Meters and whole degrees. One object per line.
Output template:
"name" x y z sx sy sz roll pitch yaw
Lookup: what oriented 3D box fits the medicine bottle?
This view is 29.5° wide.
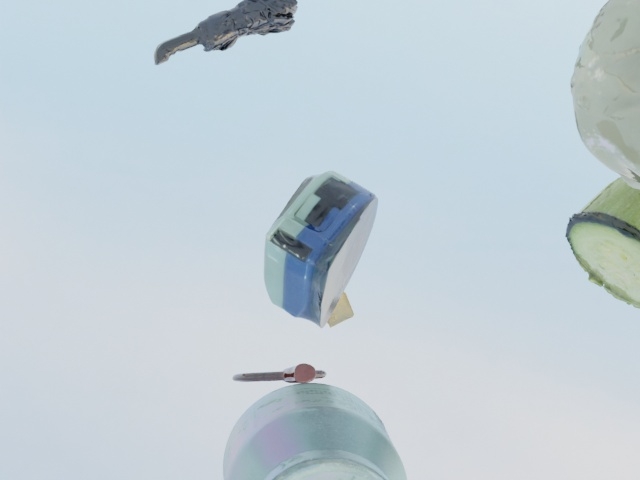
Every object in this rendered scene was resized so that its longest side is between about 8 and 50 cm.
"medicine bottle" -0.002 0.332 1.563 0.245 0.245 0.290 12 -175 -8

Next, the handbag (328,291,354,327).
"handbag" 0.031 0.137 2.483 0.061 0.083 0.027 -27 -137 -8

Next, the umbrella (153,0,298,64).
"umbrella" -0.146 -0.332 1.889 0.248 0.071 0.071 -22 -139 -19

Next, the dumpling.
"dumpling" 0.407 -0.176 1.411 0.187 0.318 0.243 -6 -151 -17

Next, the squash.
"squash" 0.495 0.005 1.886 0.220 0.220 0.133 30 -120 24

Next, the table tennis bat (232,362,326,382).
"table tennis bat" -0.036 0.138 1.245 0.098 0.019 0.155 0 173 -16

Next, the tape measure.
"tape measure" -0.002 0.001 2.266 0.138 0.259 0.262 25 -119 9
